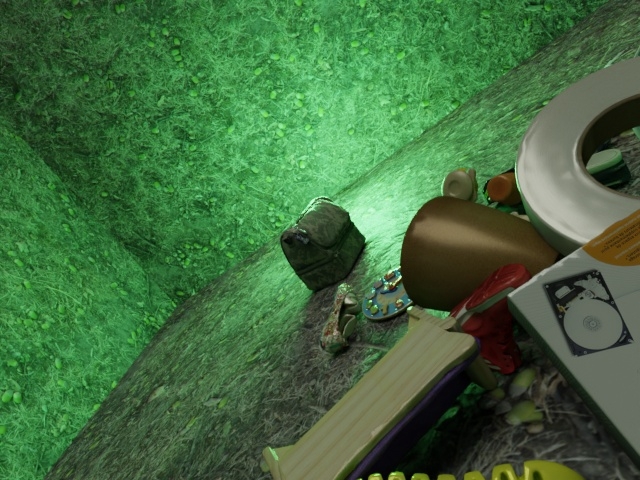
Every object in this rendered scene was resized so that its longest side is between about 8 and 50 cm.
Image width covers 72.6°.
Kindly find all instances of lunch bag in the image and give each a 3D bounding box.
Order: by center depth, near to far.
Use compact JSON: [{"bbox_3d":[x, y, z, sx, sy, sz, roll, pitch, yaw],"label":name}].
[{"bbox_3d":[0.000,0.000,1.625,0.213,0.256,0.305,-28,17,37],"label":"lunch bag"}]

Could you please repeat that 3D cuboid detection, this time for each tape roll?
[{"bbox_3d":[0.499,-0.123,0.636,0.392,0.072,0.392,-19,49,24],"label":"tape roll"}]

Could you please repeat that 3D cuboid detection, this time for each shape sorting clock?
[{"bbox_3d":[0.195,0.131,1.155,0.206,0.040,0.206,-36,13,10],"label":"shape sorting clock"}]

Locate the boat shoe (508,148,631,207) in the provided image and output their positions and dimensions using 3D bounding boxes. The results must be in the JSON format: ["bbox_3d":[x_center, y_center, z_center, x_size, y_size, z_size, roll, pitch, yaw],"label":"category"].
[{"bbox_3d":[0.552,-0.120,0.991,0.255,0.079,0.095,-25,16,35],"label":"boat shoe"}]

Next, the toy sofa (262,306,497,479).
[{"bbox_3d":[0.105,0.283,0.657,0.362,0.150,0.177,-41,19,-14],"label":"toy sofa"}]

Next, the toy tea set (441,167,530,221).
[{"bbox_3d":[0.435,-0.066,0.983,0.124,0.199,0.336,-4,7,-38],"label":"toy tea set"}]

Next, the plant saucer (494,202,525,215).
[{"bbox_3d":[0.503,-0.093,1.147,0.119,0.021,0.119,-35,13,10],"label":"plant saucer"}]

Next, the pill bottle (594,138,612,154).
[{"bbox_3d":[0.667,-0.236,1.102,0.120,0.067,0.067,-38,14,-3],"label":"pill bottle"}]

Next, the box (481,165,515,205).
[{"bbox_3d":[0.508,-0.160,1.108,0.184,0.045,0.191,-25,-11,13],"label":"box"}]

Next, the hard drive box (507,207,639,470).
[{"bbox_3d":[0.348,0.108,0.456,0.181,0.232,0.089,-37,-31,7],"label":"hard drive box"}]

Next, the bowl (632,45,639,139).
[{"bbox_3d":[0.710,-0.270,0.716,0.163,0.311,0.311,-7,-3,-30],"label":"bowl"}]

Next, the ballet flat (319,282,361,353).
[{"bbox_3d":[0.068,0.204,1.173,0.077,0.091,0.241,-17,31,31],"label":"ballet flat"}]

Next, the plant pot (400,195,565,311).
[{"bbox_3d":[0.319,0.044,0.801,0.237,0.237,0.254,-44,31,-22],"label":"plant pot"}]

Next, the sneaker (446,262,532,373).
[{"bbox_3d":[0.291,0.129,0.687,0.087,0.128,0.221,-43,-12,-29],"label":"sneaker"}]

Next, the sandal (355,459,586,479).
[{"bbox_3d":[0.127,0.326,0.452,0.318,0.126,0.138,-20,29,20],"label":"sandal"}]
